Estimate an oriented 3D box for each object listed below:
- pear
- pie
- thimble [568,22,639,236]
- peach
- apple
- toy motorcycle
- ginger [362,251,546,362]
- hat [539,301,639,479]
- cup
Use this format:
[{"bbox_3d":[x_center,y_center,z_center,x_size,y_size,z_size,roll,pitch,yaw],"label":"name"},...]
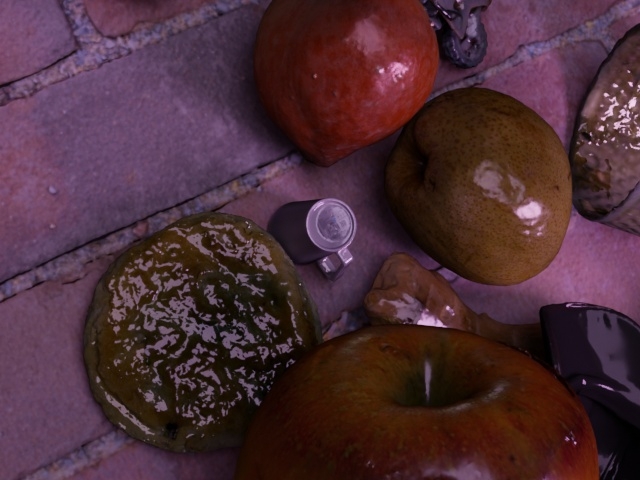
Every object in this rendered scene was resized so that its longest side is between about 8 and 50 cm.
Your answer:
[{"bbox_3d":[0.181,-0.063,1.790,0.211,0.188,0.228,12,60,-20],"label":"pear"},{"bbox_3d":[-0.129,0.102,1.709,0.277,0.078,0.277,5,76,-18],"label":"pie"},{"bbox_3d":[0.423,-0.122,1.852,0.150,0.271,0.271,16,74,-15],"label":"thimble"},{"bbox_3d":[0.025,-0.195,1.768,0.232,0.232,0.232,4,77,-19],"label":"peach"},{"bbox_3d":[0.100,0.278,1.600,0.384,0.374,0.374,0,78,-13],"label":"apple"},{"bbox_3d":[0.136,-0.313,1.872,0.229,0.094,0.130,39,65,-36],"label":"toy motorcycle"},{"bbox_3d":[0.176,0.096,1.823,0.294,0.086,0.131,11,63,-25],"label":"ginger"},{"bbox_3d":[0.303,0.250,1.807,0.238,0.209,0.336,-1,61,-38],"label":"hat"},{"bbox_3d":[0.000,0.000,1.760,0.074,0.116,0.104,-34,98,-21],"label":"cup"}]
